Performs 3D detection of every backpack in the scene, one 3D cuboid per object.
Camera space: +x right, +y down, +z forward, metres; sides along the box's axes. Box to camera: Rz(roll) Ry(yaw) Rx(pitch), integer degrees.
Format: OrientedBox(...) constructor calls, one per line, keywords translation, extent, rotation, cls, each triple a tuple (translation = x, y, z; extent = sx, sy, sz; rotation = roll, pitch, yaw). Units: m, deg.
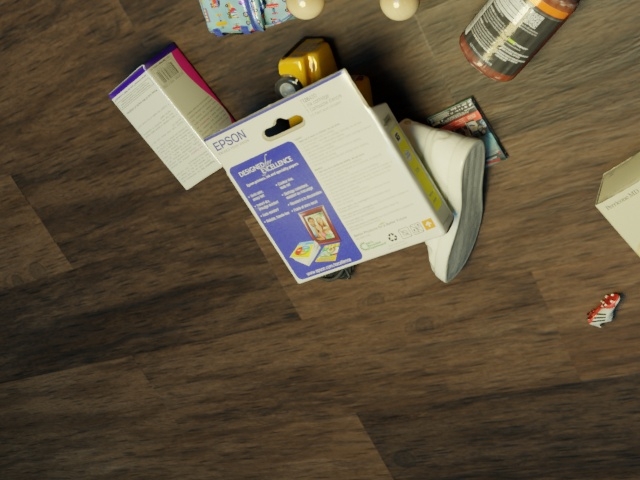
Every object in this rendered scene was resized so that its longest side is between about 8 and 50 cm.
OrientedBox(translation=(-0.095, -0.403, 1.406), extent=(0.173, 0.117, 0.158), rotation=(3, 124, 21), cls="backpack")

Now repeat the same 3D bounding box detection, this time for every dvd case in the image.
OrientedBox(translation=(0.240, -0.168, 1.468), extent=(0.087, 0.013, 0.119), rotation=(-23, 108, 36), cls="dvd case")

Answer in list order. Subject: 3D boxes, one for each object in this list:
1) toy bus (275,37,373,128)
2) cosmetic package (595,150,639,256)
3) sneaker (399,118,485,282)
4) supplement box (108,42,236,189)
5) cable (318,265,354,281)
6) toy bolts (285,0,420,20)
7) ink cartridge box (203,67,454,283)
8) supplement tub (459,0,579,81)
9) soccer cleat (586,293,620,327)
OrientedBox(translation=(0.024, -0.167, 1.511), extent=(0.130, 0.108, 0.332), rotation=(4, 123, 24), cls="toy bus")
OrientedBox(translation=(0.578, -0.004, 1.351), extent=(0.309, 0.113, 0.160), rotation=(45, 129, -9), cls="cosmetic package")
OrientedBox(translation=(0.180, -0.073, 1.519), extent=(0.169, 0.108, 0.292), rotation=(25, 135, 28), cls="sneaker")
OrientedBox(translation=(-0.250, -0.220, 1.607), extent=(0.114, 0.111, 0.220), rotation=(-29, 105, 37), cls="supplement box")
OrientedBox(translation=(0.000, 0.000, 1.685), extent=(0.184, 0.047, 0.150), rotation=(45, 124, -5), cls="cable")
OrientedBox(translation=(0.040, -0.386, 1.275), extent=(0.229, 0.218, 0.158), rotation=(6, 114, 14), cls="toy bolts")
OrientedBox(translation=(0.011, -0.101, 1.453), extent=(0.304, 0.072, 0.307), rotation=(-20, 110, 35), cls="ink cartridge box")
OrientedBox(translation=(0.293, -0.327, 1.274), extent=(0.106, 0.106, 0.198), rotation=(39, 129, -3), cls="supplement tub")
OrientedBox(translation=(0.490, 0.120, 1.534), extent=(0.036, 0.029, 0.083), rotation=(29, 133, -6), cls="soccer cleat")
